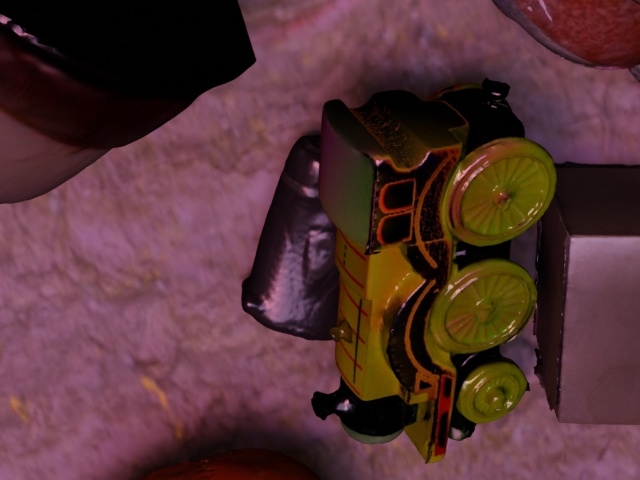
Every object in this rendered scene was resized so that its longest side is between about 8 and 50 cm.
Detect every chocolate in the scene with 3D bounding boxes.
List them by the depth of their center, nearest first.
[{"bbox_3d":[-0.206,-0.141,0.918,0.283,0.283,0.186,34,125,-13],"label":"chocolate"}]

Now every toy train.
[{"bbox_3d":[0.072,0.027,1.023,0.161,0.100,0.296,-11,126,-18],"label":"toy train"}]

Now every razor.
[{"bbox_3d":[0.000,0.000,1.068,0.090,0.054,0.148,18,110,-10],"label":"razor"}]

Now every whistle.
[{"bbox_3d":[0.224,-0.146,0.976,0.346,0.142,0.134,40,133,-24],"label":"whistle"}]

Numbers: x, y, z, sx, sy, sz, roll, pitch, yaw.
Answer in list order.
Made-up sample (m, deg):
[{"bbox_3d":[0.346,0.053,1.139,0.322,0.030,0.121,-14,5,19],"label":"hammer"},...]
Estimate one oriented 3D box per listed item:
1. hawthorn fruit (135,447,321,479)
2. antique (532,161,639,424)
[{"bbox_3d":[-0.108,0.305,1.099,0.307,0.276,0.276,-19,113,24],"label":"hawthorn fruit"},{"bbox_3d":[0.227,0.035,1.034,0.148,0.152,0.146,0,111,2],"label":"antique"}]
